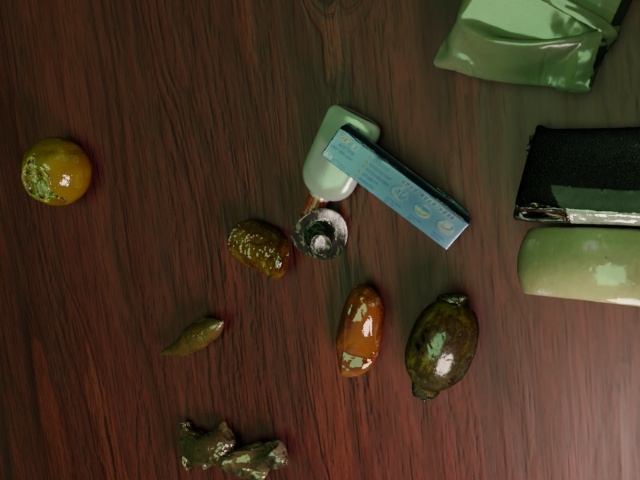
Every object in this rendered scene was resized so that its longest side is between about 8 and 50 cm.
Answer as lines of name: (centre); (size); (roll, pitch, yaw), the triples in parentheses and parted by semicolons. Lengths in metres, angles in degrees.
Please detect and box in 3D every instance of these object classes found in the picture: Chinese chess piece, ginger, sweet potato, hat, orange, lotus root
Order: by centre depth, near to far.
Chinese chess piece: (0.418, 0.039, 0.923); (0.273, 0.273, 0.102); (5, 88, 24)
lotus root: (0.209, 0.188, 1.128); (0.120, 0.120, 0.209); (20, 104, 20)
hat: (0.000, 0.000, 1.205); (0.121, 0.050, 0.121); (-3, 129, -4)
sweet potato: (-0.269, 0.207, 1.391); (0.206, 0.060, 0.068); (-33, 48, 27)
ginger: (-0.186, 0.450, 1.395); (0.290, 0.084, 0.122); (-1, 78, 29)
orange: (-0.579, -0.151, 1.419); (0.155, 0.134, 0.154); (2, 94, 27)

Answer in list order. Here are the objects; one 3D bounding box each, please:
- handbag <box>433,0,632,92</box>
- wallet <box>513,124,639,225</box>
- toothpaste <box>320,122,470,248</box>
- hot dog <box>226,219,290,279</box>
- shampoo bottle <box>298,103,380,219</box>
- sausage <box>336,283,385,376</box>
handbag: (0.335, -0.381, 0.968); (0.253, 0.109, 0.315); (22, 103, 15)
wallet: (0.400, -0.091, 0.916); (0.221, 0.262, 0.071); (6, 123, 22)
toothpaste: (0.131, -0.095, 1.119); (0.272, 0.053, 0.066); (37, 115, 0)
hot dog: (-0.118, 0.018, 1.277); (0.147, 0.065, 0.099); (24, 110, 31)
shampoo bottle: (0.022, -0.131, 1.190); (0.108, 0.051, 0.221); (30, 111, 12)
sausage: (0.075, 0.168, 1.213); (0.089, 0.089, 0.179); (18, 110, 21)
